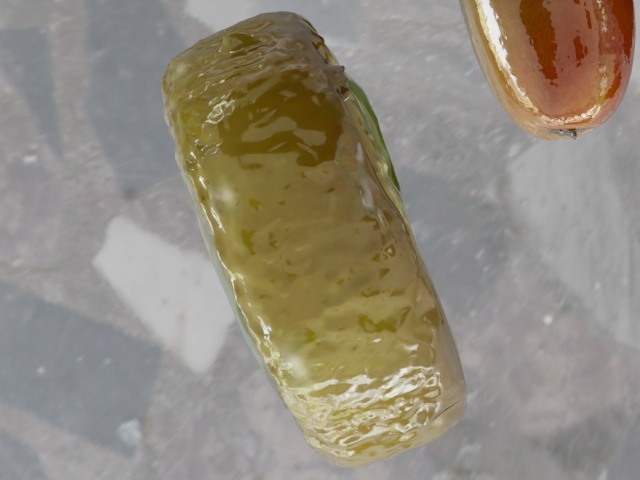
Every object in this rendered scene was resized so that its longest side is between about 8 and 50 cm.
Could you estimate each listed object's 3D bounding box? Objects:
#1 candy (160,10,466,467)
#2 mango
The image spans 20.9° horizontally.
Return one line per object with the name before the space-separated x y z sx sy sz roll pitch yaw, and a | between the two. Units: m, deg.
candy | 0.000 0.000 0.957 0.118 0.260 0.260 -25 95 2
mango | 0.156 -0.217 1.299 0.129 0.146 0.289 -21 98 4
